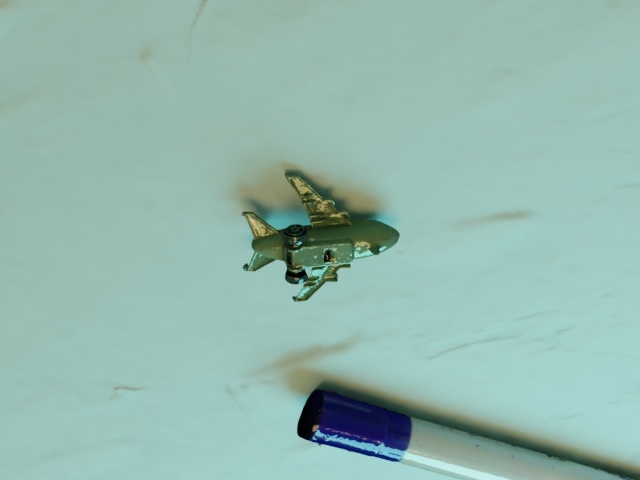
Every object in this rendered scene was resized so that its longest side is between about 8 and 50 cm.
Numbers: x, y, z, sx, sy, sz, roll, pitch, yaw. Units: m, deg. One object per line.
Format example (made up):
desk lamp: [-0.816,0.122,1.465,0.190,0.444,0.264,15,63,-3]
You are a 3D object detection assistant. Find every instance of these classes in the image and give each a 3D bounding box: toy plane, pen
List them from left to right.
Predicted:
toy plane: [0.000,0.002,0.966,0.083,0.033,0.080,-1,123,2]
pen: [0.115,0.138,1.110,0.269,0.033,0.033,17,135,-16]
